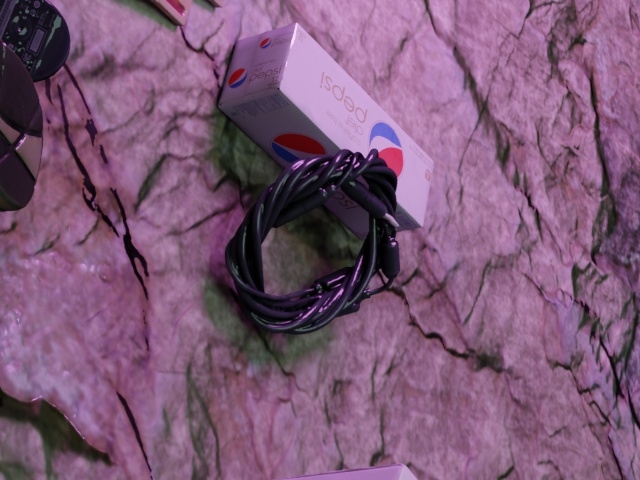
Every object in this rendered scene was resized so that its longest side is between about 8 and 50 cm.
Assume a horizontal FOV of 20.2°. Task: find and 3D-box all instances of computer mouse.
[{"bbox_3d":[-0.270,-0.176,1.224,0.242,0.041,0.071,32,76,-39],"label":"computer mouse"}]

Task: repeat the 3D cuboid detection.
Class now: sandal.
[{"bbox_3d":[-0.264,-0.126,1.152,0.303,0.086,0.120,73,28,-47],"label":"sandal"}]

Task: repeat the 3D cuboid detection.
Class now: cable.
[{"bbox_3d":[0.000,0.000,1.471,0.184,0.047,0.151,-11,119,-40],"label":"cable"}]

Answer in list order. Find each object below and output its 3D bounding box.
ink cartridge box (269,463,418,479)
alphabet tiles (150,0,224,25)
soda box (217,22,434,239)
[{"bbox_3d":[0.025,0.330,1.326,0.270,0.197,0.198,52,43,-31],"label":"ink cartridge box"},{"bbox_3d":[-0.110,-0.304,1.443,0.198,0.009,0.237,41,58,-53],"label":"alphabet tiles"},{"bbox_3d":[0.010,-0.089,1.542,0.216,0.069,0.074,42,49,-39],"label":"soda box"}]
